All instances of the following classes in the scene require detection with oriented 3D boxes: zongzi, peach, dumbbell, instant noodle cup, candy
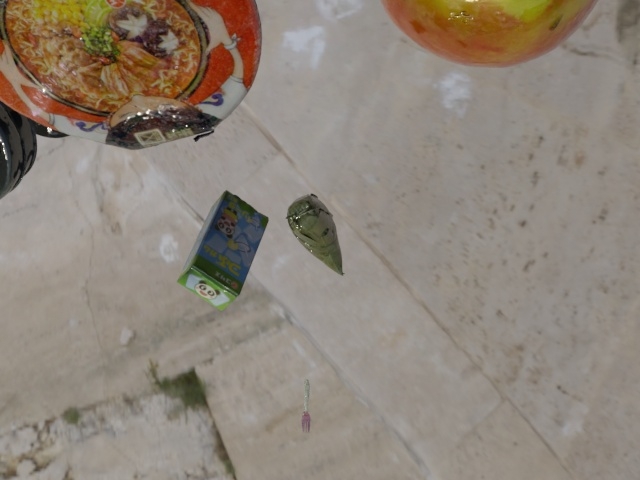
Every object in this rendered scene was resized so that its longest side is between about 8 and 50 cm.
[{"bbox_3d":[0.000,0.000,1.499,0.062,0.154,0.130,-28,94,2],"label":"zongzi"},{"bbox_3d":[0.236,-0.411,1.519,0.370,0.370,0.370,-2,102,-11],"label":"peach"},{"bbox_3d":[-0.432,-0.189,1.525,0.185,0.388,0.185,11,123,17],"label":"dumbbell"},{"bbox_3d":[-0.074,-0.128,0.435,0.127,0.136,0.127,5,140,4],"label":"instant noodle cup"},{"bbox_3d":[-0.163,0.014,1.845,0.097,0.194,0.062,35,134,-16],"label":"candy"}]

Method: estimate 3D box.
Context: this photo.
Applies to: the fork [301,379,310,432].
[{"bbox_3d":[-0.024,0.284,1.870,0.016,0.012,0.115,-6,121,-11],"label":"fork"}]
